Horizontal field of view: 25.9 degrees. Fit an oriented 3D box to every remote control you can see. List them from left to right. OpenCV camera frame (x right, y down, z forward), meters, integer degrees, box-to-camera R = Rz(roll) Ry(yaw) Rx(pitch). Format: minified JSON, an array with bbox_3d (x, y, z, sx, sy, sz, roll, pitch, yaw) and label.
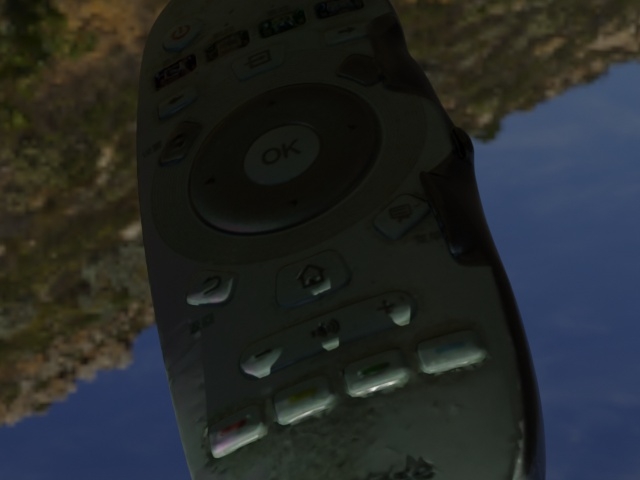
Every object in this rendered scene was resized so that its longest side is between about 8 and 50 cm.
[{"bbox_3d":[-0.001,-0.002,0.389,0.097,0.045,0.256,-19,-132,8],"label":"remote control"}]
